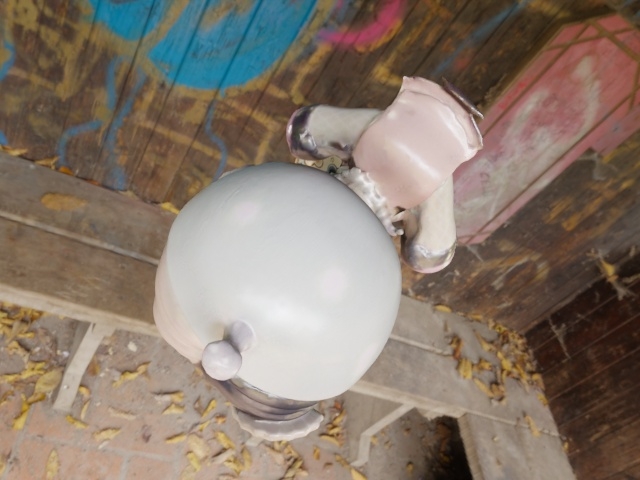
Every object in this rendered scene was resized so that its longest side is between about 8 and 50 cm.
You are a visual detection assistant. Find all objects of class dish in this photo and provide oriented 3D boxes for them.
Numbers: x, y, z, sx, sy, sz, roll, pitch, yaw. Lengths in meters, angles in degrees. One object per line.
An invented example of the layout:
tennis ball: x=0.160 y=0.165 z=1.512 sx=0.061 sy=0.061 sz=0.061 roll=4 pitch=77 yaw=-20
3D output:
dish: x=0.025 y=-0.113 z=0.913 sx=0.078 sy=0.141 sz=0.141 roll=-20 pitch=65 yaw=-45

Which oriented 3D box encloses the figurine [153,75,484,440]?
figurine: x=-0.007 y=-0.006 z=0.516 sx=0.253 sy=0.211 sz=0.361 roll=38 pitch=66 yaw=12
